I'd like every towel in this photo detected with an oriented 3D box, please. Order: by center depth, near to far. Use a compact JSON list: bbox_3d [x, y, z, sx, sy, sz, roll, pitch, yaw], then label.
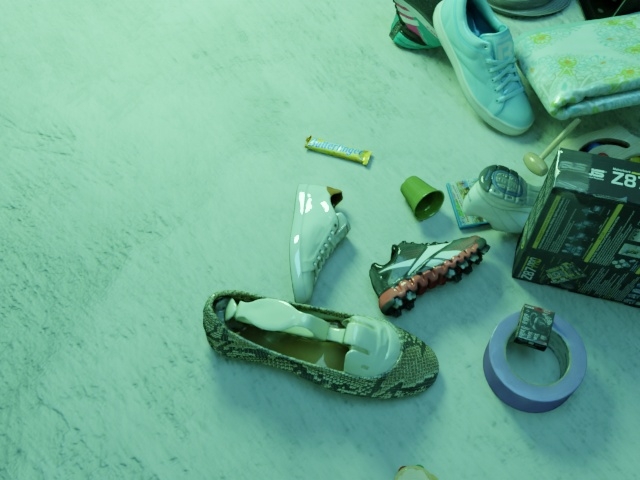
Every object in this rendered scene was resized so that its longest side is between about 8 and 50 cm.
[{"bbox_3d":[0.653,-0.409,1.768,0.374,0.090,0.321,-12,36,2],"label":"towel"}]

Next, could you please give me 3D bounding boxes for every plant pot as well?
[{"bbox_3d":[0.219,-0.102,1.734,0.083,0.083,0.079,-28,53,-13],"label":"plant pot"},{"bbox_3d":[0.773,-0.620,1.947,0.166,0.187,0.188,-1,61,-14],"label":"plant pot"}]

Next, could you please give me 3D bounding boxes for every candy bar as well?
[{"bbox_3d":[0.039,-0.212,1.825,0.161,0.018,0.040,16,63,9],"label":"candy bar"}]

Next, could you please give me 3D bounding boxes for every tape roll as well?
[{"bbox_3d":[0.420,0.237,1.540,0.188,0.080,0.189,-1,61,1],"label":"tape roll"}]

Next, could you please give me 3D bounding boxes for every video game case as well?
[{"bbox_3d":[0.378,-0.091,1.754,0.166,0.015,0.119,-9,63,-4],"label":"video game case"}]

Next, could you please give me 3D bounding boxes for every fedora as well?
[{"bbox_3d":[0.529,-0.703,2.018,0.275,0.124,0.244,0,62,2],"label":"fedora"}]

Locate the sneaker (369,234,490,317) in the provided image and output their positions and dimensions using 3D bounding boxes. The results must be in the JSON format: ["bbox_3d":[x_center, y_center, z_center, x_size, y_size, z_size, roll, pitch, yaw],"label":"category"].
[{"bbox_3d":[0.220,0.044,1.637,0.276,0.098,0.135,-28,67,-11],"label":"sneaker"}]

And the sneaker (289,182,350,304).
[{"bbox_3d":[0.000,0.000,1.661,0.123,0.106,0.290,2,60,5],"label":"sneaker"}]

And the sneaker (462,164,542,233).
[{"bbox_3d":[0.439,-0.062,1.673,0.297,0.129,0.111,24,53,-14],"label":"sneaker"}]

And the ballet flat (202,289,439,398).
[{"bbox_3d":[-0.004,0.192,1.515,0.482,0.182,0.164,12,62,7],"label":"ballet flat"}]

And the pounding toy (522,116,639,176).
[{"bbox_3d":[0.598,-0.173,1.713,0.269,0.155,0.154,-19,59,-9],"label":"pounding toy"}]

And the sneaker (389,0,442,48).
[{"bbox_3d":[0.208,-0.586,1.930,0.295,0.178,0.124,47,70,-9],"label":"sneaker"}]

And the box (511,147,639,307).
[{"bbox_3d":[0.560,-0.006,1.490,0.318,0.395,0.097,11,64,8],"label":"box"}]

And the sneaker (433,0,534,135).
[{"bbox_3d":[0.390,-0.412,1.791,0.135,0.150,0.366,-35,92,-18],"label":"sneaker"}]

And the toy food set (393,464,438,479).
[{"bbox_3d":[0.175,0.460,1.458,0.082,0.020,0.083,33,67,17],"label":"toy food set"}]

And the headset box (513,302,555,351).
[{"bbox_3d":[0.415,0.165,1.515,0.062,0.032,0.083,16,62,9],"label":"headset box"}]
